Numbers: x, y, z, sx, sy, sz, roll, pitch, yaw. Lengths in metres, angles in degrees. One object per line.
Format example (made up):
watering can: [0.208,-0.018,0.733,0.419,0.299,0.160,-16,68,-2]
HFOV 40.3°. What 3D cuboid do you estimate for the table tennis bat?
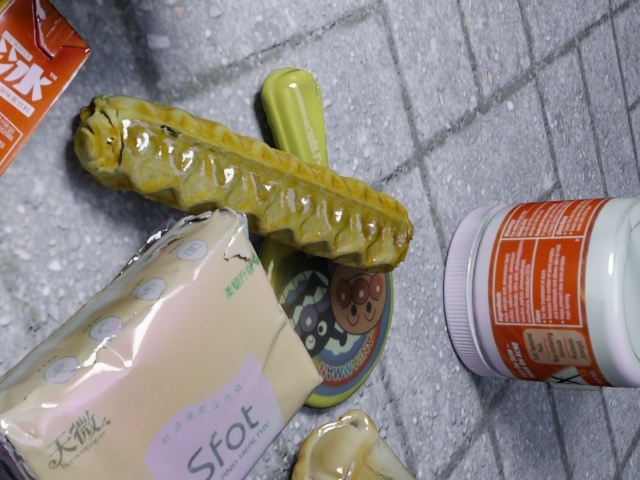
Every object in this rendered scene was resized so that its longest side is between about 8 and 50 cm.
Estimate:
table tennis bat: [0.000,0.000,0.926,0.224,0.054,0.368,-25,110,-46]

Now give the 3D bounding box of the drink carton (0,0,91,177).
drink carton: [-0.252,-0.067,0.571,0.071,0.096,0.223,51,51,-37]

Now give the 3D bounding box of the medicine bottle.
medicine bottle: [0.333,0.069,1.194,0.252,0.241,0.252,2,87,-51]

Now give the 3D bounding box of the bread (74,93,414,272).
bread: [-0.052,-0.045,0.797,0.368,0.077,0.084,18,34,-37]

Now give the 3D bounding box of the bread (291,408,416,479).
bread: [0.044,0.284,0.945,0.225,0.081,0.134,54,44,-33]

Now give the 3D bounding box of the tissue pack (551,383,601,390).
tissue pack: [0.439,0.165,1.438,0.149,0.099,0.106,-36,117,-47]

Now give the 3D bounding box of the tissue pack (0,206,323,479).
tissue pack: [-0.131,0.126,0.698,0.256,0.123,0.215,-47,126,-34]
